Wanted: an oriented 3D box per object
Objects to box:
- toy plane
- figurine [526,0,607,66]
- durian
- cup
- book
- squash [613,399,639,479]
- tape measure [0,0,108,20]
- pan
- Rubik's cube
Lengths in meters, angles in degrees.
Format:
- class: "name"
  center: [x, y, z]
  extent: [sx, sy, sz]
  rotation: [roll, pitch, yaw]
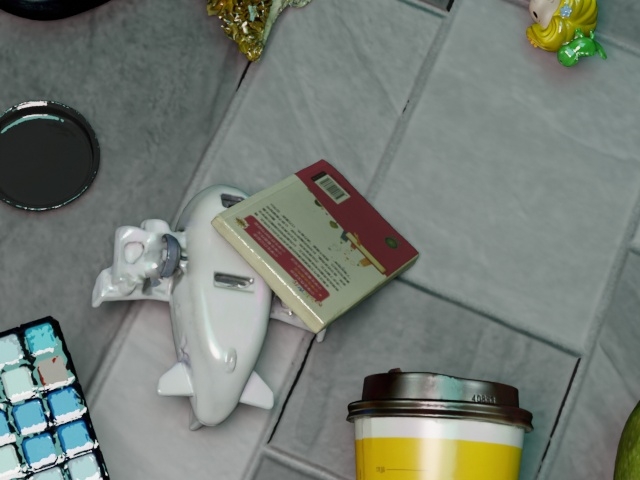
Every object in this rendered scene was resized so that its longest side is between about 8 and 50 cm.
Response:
- class: "toy plane"
  center: [-0.111, 0.067, 1.536]
  extent: [0.267, 0.122, 0.267]
  rotation: [9, 69, -24]
- class: "figurine"
  center: [0.301, -0.274, 1.726]
  extent: [0.115, 0.095, 0.156]
  rotation: [-7, 51, -30]
- class: "durian"
  center: [-0.055, -0.354, 1.699]
  extent: [0.172, 0.166, 0.306]
  rotation: [10, 60, 29]
- class: "cup"
  center: [0.118, 0.274, 1.460]
  extent: [0.196, 0.196, 0.279]
  rotation: [4, 77, -5]
- class: "book"
  center: [0.000, 0.000, 1.554]
  extent: [0.162, 0.022, 0.232]
  rotation: [45, 34, 9]
- class: "squash"
  center: [0.406, 0.275, 1.431]
  extent: [0.310, 0.310, 0.309]
  rotation: [-24, 70, -14]
- class: "tape measure"
  center: [-0.315, -0.359, 1.666]
  extent: [0.223, 0.135, 0.202]
  rotation: [-12, 82, -8]
- class: "pan"
  center: [-0.362, -0.116, 1.624]
  extent: [0.235, 0.028, 0.136]
  rotation: [27, 69, 0]
- class: "Rubik's cube"
  center: [-0.316, 0.208, 1.429]
  extent: [0.182, 0.187, 0.184]
  rotation: [-18, 71, -12]
